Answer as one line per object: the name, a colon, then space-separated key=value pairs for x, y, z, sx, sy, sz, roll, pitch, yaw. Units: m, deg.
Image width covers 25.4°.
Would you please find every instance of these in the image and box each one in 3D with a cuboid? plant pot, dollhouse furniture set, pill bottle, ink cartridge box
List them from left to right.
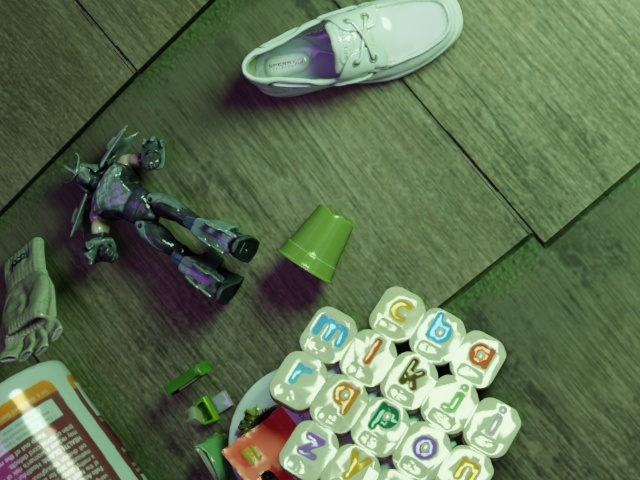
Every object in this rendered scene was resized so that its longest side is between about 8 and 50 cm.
pill bottle: x=-0.315 y=0.370 z=1.822 sx=0.224 sy=0.224 sz=0.392 roll=-39 pitch=83 yaw=17
dollhouse furniture set: x=-0.134 y=0.234 z=1.829 sx=0.058 sy=0.076 sz=0.151 roll=-33 pitch=84 yaw=18
plant pot: x=0.000 y=0.000 z=1.770 sx=0.083 sy=0.083 sz=0.079 roll=32 pitch=91 yaw=12
ink cartridge box: x=0.022 y=0.248 z=1.714 sx=0.225 sy=0.056 sz=0.181 roll=-33 pitch=69 yaw=-22

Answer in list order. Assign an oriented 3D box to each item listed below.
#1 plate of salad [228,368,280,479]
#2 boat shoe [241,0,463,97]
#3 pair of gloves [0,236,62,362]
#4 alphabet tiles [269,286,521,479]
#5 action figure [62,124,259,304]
plate of salad: x=-0.017 y=0.247 z=1.774 sx=0.200 sy=0.048 sz=0.200 roll=-1 pitch=71 yaw=4
boat shoe: x=0.035 y=-0.232 z=1.720 sx=0.277 sy=0.096 sz=0.098 roll=-17 pitch=89 yaw=18
pair of gloves: x=-0.431 y=0.129 z=1.871 sx=0.240 sy=0.204 sz=0.042 roll=-42 pitch=124 yaw=13
alphabet tiles: x=0.089 y=0.199 z=1.705 sx=0.284 sy=0.021 sz=0.278 roll=29 pitch=66 yaw=11
action figure: x=-0.216 y=-0.034 z=1.820 sx=0.285 sy=0.099 sz=0.185 roll=30 pitch=108 yaw=16
